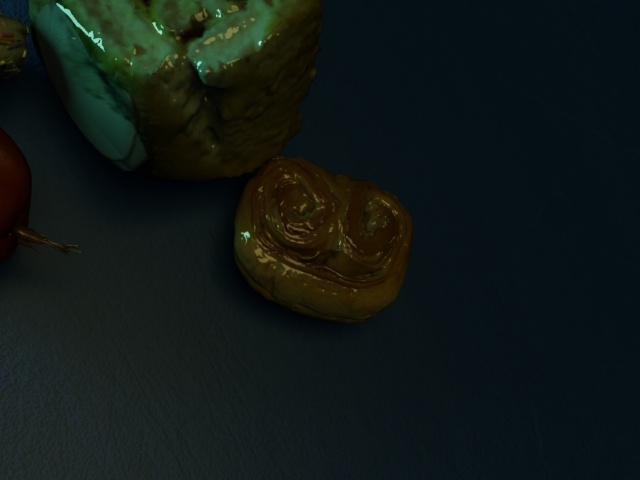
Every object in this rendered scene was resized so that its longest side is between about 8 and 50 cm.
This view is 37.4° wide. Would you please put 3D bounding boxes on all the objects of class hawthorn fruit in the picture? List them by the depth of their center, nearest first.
[{"bbox_3d":[-0.402,-0.048,1.027,0.299,0.211,0.211,27,66,-19],"label":"hawthorn fruit"}]

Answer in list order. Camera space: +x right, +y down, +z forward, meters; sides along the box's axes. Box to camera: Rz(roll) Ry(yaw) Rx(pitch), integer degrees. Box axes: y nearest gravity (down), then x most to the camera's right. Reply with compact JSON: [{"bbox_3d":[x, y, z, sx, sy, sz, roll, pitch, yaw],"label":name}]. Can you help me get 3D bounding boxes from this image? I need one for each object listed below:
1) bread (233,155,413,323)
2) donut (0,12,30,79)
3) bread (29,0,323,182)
[{"bbox_3d":[0.000,0.003,1.209,0.236,0.120,0.198,19,66,-14],"label":"bread"},{"bbox_3d":[-0.420,-0.211,1.089,0.175,0.175,0.068,-16,93,-25],"label":"donut"},{"bbox_3d":[-0.212,-0.259,1.134,0.264,0.239,0.395,-37,71,-25],"label":"bread"}]
